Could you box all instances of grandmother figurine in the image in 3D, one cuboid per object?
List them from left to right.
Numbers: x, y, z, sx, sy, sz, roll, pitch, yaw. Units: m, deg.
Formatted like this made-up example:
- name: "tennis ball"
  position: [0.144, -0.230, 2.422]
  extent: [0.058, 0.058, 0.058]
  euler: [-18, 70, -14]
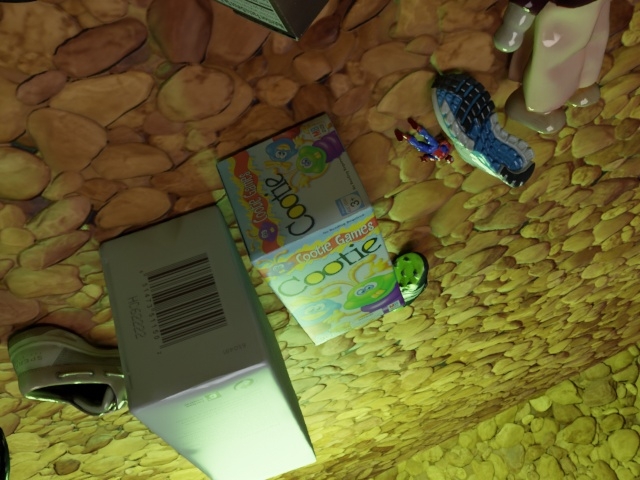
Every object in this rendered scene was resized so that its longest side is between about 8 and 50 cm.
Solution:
- name: "grandmother figurine"
  position: [0.248, -0.255, 0.673]
  extent: [0.208, 0.104, 0.342]
  euler: [-43, 152, -20]

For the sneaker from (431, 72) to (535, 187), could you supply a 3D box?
- name: "sneaker"
  position: [0.182, -0.132, 0.845]
  extent: [0.191, 0.083, 0.071]
  euler: [41, 81, -35]

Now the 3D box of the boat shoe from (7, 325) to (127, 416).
- name: "boat shoe"
  position: [-0.333, 0.216, 1.024]
  extent: [0.109, 0.098, 0.302]
  euler: [-29, 149, 11]

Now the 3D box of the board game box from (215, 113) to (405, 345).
- name: "board game box"
  position: [0.000, 0.000, 0.856]
  extent: [0.142, 0.144, 0.275]
  euler: [-24, 150, 2]

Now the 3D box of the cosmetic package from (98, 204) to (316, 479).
- name: "cosmetic package"
  position: [-0.138, 0.179, 0.968]
  extent: [0.162, 0.230, 0.453]
  euler: [-20, 149, -4]

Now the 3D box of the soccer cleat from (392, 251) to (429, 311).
- name: "soccer cleat"
  position: [0.152, 0.064, 1.147]
  extent: [0.072, 0.060, 0.179]
  euler: [-21, 157, -22]

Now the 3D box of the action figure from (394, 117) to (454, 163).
- name: "action figure"
  position: [0.139, -0.120, 0.874]
  extent: [0.038, 0.030, 0.115]
  euler: [-43, 146, 23]

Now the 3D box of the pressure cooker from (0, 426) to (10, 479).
- name: "pressure cooker"
  position: [-0.549, 0.263, 0.678]
  extent: [0.420, 0.370, 0.375]
  euler: [16, 97, -50]

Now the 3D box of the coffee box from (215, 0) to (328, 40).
- name: "coffee box"
  position: [-0.050, -0.247, 0.357]
  extent: [0.141, 0.098, 0.246]
  euler: [-54, 149, -6]

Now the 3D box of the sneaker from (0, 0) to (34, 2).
- name: "sneaker"
  position: [-0.220, -0.215, 0.419]
  extent: [0.293, 0.102, 0.146]
  euler: [0, 144, -33]
